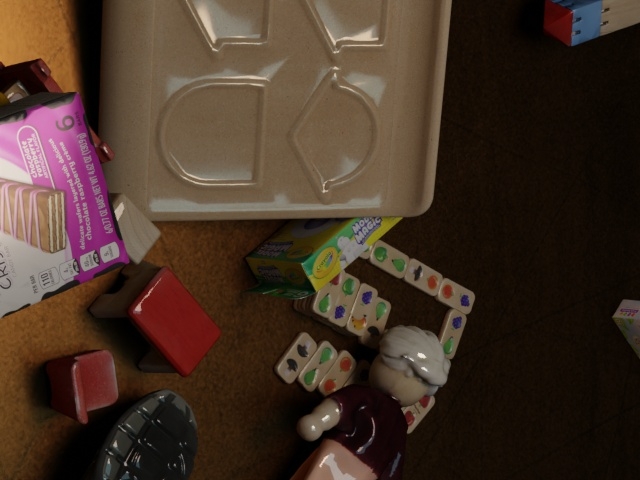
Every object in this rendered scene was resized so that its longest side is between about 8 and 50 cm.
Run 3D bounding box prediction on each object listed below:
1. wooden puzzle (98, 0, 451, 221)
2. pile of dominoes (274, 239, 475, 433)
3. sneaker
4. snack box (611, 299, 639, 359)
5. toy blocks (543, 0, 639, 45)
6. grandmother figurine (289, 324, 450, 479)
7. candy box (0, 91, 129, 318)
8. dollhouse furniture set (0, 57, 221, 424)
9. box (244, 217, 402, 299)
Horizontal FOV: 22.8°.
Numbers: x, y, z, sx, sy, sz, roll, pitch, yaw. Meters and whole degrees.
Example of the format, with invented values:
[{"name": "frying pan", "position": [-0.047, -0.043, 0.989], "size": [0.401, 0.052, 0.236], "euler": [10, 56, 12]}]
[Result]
[{"name": "wooden puzzle", "position": [-0.049, -0.182, 1.603], "size": [0.348, 0.080, 0.322], "euler": [0, 106, -15]}, {"name": "pile of dominoes", "position": [0.075, 0.106, 1.813], "size": [0.251, 0.040, 0.196], "euler": [28, 75, -36]}, {"name": "sneaker", "position": [-0.217, 0.258, 1.558], "size": [0.101, 0.106, 0.267], "euler": [46, 57, -24]}, {"name": "snack box", "position": [0.461, 0.126, 2.054], "size": [0.037, 0.141, 0.100], "euler": [-50, 121, -25]}, {"name": "toy blocks", "position": [0.358, -0.406, 1.905], "size": [0.261, 0.191, 0.381], "euler": [-21, 127, -30]}, {"name": "grandmother figurine", "position": [0.030, 0.236, 1.737], "size": [0.342, 0.104, 0.208], "euler": [-55, 148, -18]}, {"name": "candy box", "position": [-0.288, -0.015, 1.303], "size": [0.233, 0.071, 0.159], "euler": [-25, 108, -33]}, {"name": "dollhouse furniture set", "position": [-0.248, 0.031, 1.481], "size": [0.201, 0.152, 0.374], "euler": [-51, 121, -24]}, {"name": "box", "position": [0.000, 0.000, 1.705], "size": [0.179, 0.105, 0.043], "euler": [-43, 117, -29]}]
